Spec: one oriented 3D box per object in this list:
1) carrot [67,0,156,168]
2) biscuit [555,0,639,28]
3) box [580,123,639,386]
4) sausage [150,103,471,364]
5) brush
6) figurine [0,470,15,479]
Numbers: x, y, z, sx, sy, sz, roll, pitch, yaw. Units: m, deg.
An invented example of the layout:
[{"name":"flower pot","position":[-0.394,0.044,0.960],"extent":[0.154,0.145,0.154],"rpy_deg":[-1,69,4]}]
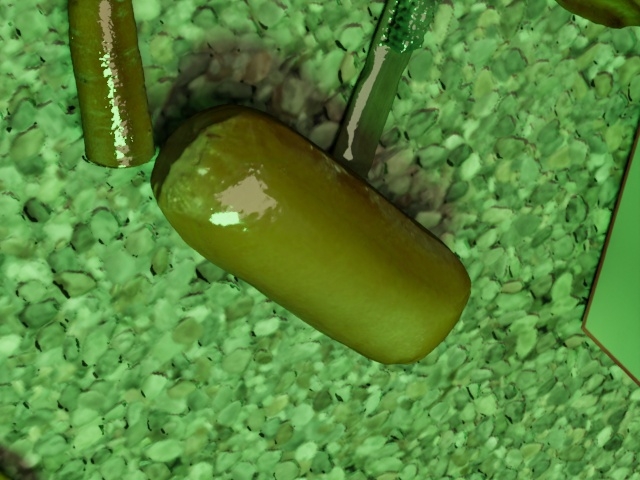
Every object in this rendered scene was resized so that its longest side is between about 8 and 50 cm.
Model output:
[{"name":"carrot","position":[-0.132,-0.112,0.792],"extent":[0.048,0.048,0.139],"rpy_deg":[-16,122,-19]},{"name":"biscuit","position":[0.245,-0.293,0.869],"extent":[0.317,0.040,0.318],"rpy_deg":[-16,124,-25]},{"name":"box","position":[0.428,0.009,0.993],"extent":[0.300,0.314,0.312],"rpy_deg":[-3,120,-24]},{"name":"sausage","position":[-0.001,0.001,0.893],"extent":[0.274,0.105,0.105],"rpy_deg":[35,99,-38]},{"name":"brush","position":[0.048,-0.115,0.896],"extent":[0.034,0.027,0.190],"rpy_deg":[8,115,-30]},{"name":"figurine","position":[-0.372,0.306,0.779],"extent":[0.401,0.268,0.387],"rpy_deg":[-40,132,4]}]
